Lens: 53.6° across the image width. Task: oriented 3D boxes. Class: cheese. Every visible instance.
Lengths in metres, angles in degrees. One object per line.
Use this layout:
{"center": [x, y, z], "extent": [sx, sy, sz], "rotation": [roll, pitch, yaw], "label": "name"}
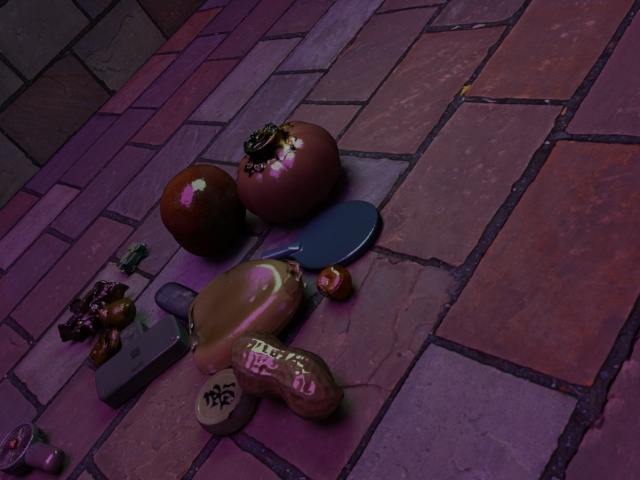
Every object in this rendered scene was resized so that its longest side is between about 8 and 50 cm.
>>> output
{"center": [-0.169, 0.156, 1.494], "extent": [0.316, 0.128, 0.259], "rotation": [-38, 45, 10], "label": "cheese"}

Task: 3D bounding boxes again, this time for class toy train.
{"center": [-0.607, 0.055, 2.038], "extent": [0.081, 0.050, 0.122], "rotation": [6, 55, 50], "label": "toy train"}

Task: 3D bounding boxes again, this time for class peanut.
{"center": [-0.076, 0.270, 1.270], "extent": [0.298, 0.120, 0.136], "rotation": [17, 53, 41], "label": "peanut"}

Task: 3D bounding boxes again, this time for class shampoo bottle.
{"center": [-0.366, 0.169, 1.704], "extent": [0.234, 0.049, 0.087], "rotation": [15, 55, 48], "label": "shampoo bottle"}

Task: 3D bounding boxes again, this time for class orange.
{"center": [0.035, 0.095, 1.426], "extent": [0.086, 0.062, 0.086], "rotation": [-20, 55, 32], "label": "orange"}

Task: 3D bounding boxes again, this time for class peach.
{"center": [-0.326, -0.079, 1.772], "extent": [0.252, 0.252, 0.252], "rotation": [-23, 39, 20], "label": "peach"}

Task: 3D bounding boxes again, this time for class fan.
{"center": [-0.730, 0.537, 1.605], "extent": [0.244, 0.074, 0.130], "rotation": [-3, 48, 38], "label": "fan"}

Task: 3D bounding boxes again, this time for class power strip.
{"center": [-0.470, 0.291, 1.654], "extent": [0.265, 0.059, 0.193], "rotation": [-38, 40, 1], "label": "power strip"}

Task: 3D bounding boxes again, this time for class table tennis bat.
{"center": [0.000, 0.000, 1.578], "extent": [0.329, 0.044, 0.215], "rotation": [-20, 41, 21], "label": "table tennis bat"}

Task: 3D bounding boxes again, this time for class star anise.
{"center": [-0.692, 0.202, 1.912], "extent": [0.214, 0.099, 0.220], "rotation": [-4, 49, 35], "label": "star anise"}

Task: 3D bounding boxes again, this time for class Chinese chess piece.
{"center": [-0.204, 0.347, 1.366], "extent": [0.144, 0.058, 0.144], "rotation": [-23, 39, 20], "label": "Chinese chess piece"}

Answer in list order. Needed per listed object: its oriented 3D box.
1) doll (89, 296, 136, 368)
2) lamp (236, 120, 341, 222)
{"center": [-0.591, 0.250, 1.763], "extent": [0.209, 0.097, 0.137], "rotation": [-61, 22, -3], "label": "doll"}
{"center": [-0.097, -0.199, 1.704], "extent": [0.305, 0.239, 0.305], "rotation": [-23, 40, 21], "label": "lamp"}
